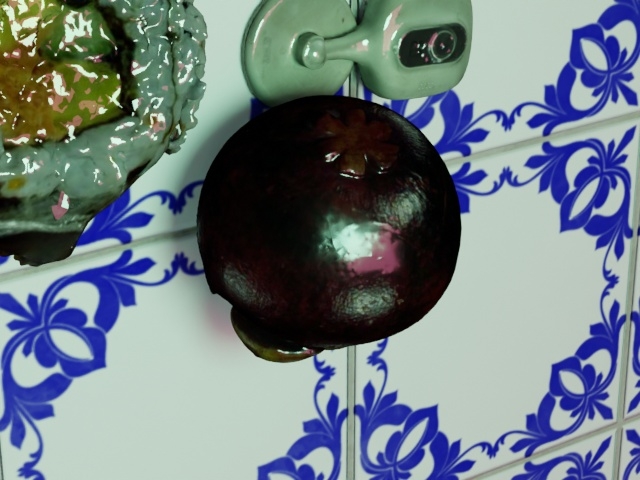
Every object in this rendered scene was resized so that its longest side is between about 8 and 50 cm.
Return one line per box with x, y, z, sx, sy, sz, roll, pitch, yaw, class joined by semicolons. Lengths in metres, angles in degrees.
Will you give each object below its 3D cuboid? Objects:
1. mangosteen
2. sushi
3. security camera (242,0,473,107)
0.000;0.000;1.948;0.307;0.307;0.347;-15;147;-31;mangosteen
-0.308;-0.185;1.696;0.417;0.176;0.418;-10;113;-25;sushi
0.049;-0.232;2.004;0.301;0.080;0.157;-11;116;-30;security camera
